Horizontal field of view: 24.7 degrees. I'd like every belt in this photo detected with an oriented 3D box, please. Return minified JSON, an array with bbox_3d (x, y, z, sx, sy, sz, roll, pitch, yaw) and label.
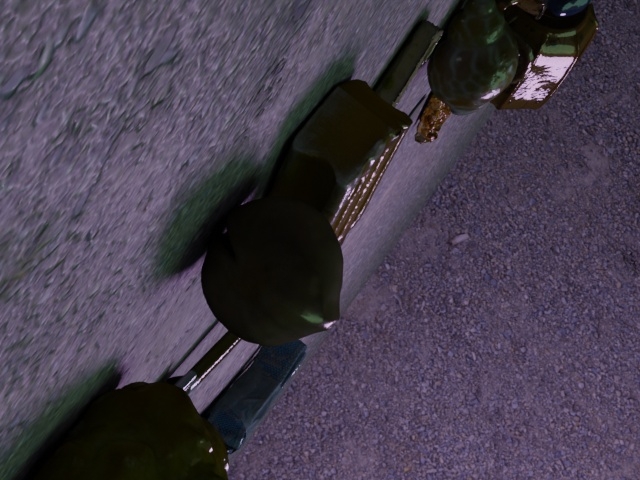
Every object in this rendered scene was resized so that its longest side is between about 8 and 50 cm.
[{"bbox_3d":[-0.109,0.235,2.184,0.087,0.072,0.302,-53,179,39],"label":"belt"}]

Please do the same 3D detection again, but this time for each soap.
[{"bbox_3d":[0.007,-0.051,1.346,0.140,0.073,0.232,-53,175,-31],"label":"soap"}]

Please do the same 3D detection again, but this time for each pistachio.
[{"bbox_3d":[-0.034,0.026,1.198,0.124,0.124,0.185,-56,178,13],"label":"pistachio"}]

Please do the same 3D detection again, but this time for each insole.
[{"bbox_3d":[0.092,-0.123,2.030,0.197,0.004,0.065,-54,175,-7],"label":"insole"}]

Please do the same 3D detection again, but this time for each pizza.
[{"bbox_3d":[0.190,-0.215,2.129,0.178,0.041,0.131,-55,173,8],"label":"pizza"}]

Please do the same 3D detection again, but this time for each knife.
[{"bbox_3d":[-0.150,0.154,1.500,0.343,0.027,0.061,-45,175,-43],"label":"knife"}]

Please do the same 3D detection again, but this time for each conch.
[{"bbox_3d":[0.181,-0.213,1.752,0.116,0.106,0.173,-38,174,-1],"label":"conch"}]

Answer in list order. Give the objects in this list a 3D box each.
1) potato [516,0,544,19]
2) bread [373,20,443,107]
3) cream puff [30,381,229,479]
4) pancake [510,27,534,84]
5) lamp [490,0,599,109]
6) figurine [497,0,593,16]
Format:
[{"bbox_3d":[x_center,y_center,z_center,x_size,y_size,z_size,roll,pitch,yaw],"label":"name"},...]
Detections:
[{"bbox_3d":[0.260,-0.346,1.720,0.200,0.081,0.164,-52,167,-57],"label":"potato"},{"bbox_3d":[0.078,-0.162,1.522,0.154,0.028,0.068,-56,175,13],"label":"bread"},{"bbox_3d":[-0.165,0.261,1.208,0.282,0.185,0.282,-54,179,-2],"label":"cream puff"},{"bbox_3d":[0.212,-0.232,1.825,0.011,0.115,0.115,-64,-178,-35],"label":"pancake"},{"bbox_3d":[0.267,-0.265,1.896,0.161,0.161,0.185,-52,175,-28],"label":"lamp"},{"bbox_3d":[0.274,-0.333,1.469,0.275,0.158,0.161,-47,131,-45],"label":"figurine"}]
